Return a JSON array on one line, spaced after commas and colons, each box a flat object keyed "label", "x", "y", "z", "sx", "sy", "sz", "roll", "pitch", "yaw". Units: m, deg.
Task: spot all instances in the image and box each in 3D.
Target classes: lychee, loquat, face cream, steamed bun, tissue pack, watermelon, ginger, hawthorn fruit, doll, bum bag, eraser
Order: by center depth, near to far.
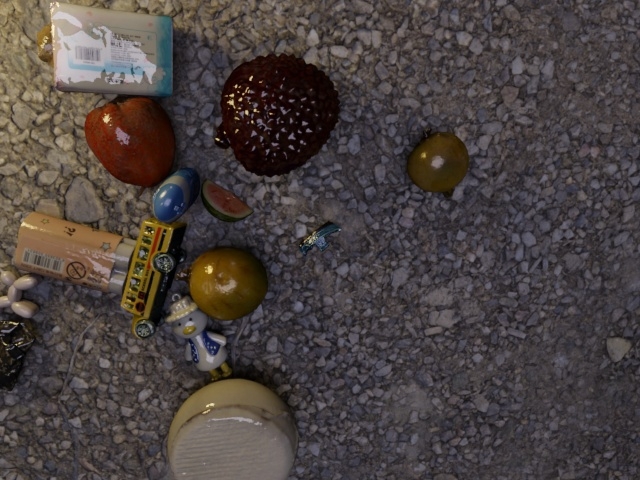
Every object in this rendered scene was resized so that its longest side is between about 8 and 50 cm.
[{"label": "tissue pack", "x": -0.502, "y": -0.456, "z": 1.178, "sx": 0.271, "sy": 0.124, "sz": 0.201, "roll": -2, "pitch": 101, "yaw": -23}, {"label": "lychee", "x": -0.111, "y": -0.309, "z": 1.195, "sx": 0.330, "sy": 0.306, "sz": 0.306, "roll": -20, "pitch": 105, "yaw": -5}, {"label": "ginger", "x": -0.643, "y": -0.511, "z": 1.210, "sx": 0.096, "sy": 0.067, "sz": 0.165, "roll": 46, "pitch": 80, "yaw": -9}, {"label": "face cream", "x": -0.368, "y": -0.112, "z": 1.228, "sx": 0.083, "sy": 0.264, "sz": 0.149, "roll": 24, "pitch": 99, "yaw": -12}, {"label": "hawthorn fruit", "x": -0.472, "y": -0.231, "z": 1.232, "sx": 0.211, "sy": 0.210, "sz": 0.262, "roll": -9, "pitch": 121, "yaw": -4}, {"label": "loquat", "x": -0.273, "y": 0.110, "z": 1.318, "sx": 0.246, "sy": 0.213, "sz": 0.213, "roll": 13, "pitch": 102, "yaw": -25}, {"label": "eraser", "x": -0.668, "y": 0.045, "z": 1.322, "sx": 0.291, "sy": 0.087, "sz": 0.171, "roll": 16, "pitch": 103, "yaw": -7}, {"label": "doll", "x": -0.872, "y": 0.157, "z": 1.342, "sx": 0.160, "sy": 0.059, "sz": 0.161, "roll": 12, "pitch": 102, "yaw": -9}, {"label": "loquat", "x": 0.329, "y": -0.209, "z": 1.343, "sx": 0.172, "sy": 0.149, "sz": 0.204, "roll": -31, "pitch": 116, "yaw": -3}, {"label": "watermelon", "x": -0.282, "y": -0.091, "z": 1.359, "sx": 0.163, "sy": 0.087, "sz": 0.069, "roll": 36, "pitch": 134, "yaw": -10}, {"label": "bum bag", "x": -0.897, "y": 0.336, "z": 1.376, "sx": 0.102, "sy": 0.069, "sz": 0.248, "roll": 25, "pitch": 108, "yaw": -19}, {"label": "doll", "x": -0.353, "y": 0.278, "z": 1.397, "sx": 0.138, "sy": 0.119, "sz": 0.293, "roll": -22, "pitch": 104, "yaw": 8}, {"label": "steamed bun", "x": -0.252, "y": 0.569, "z": 1.412, "sx": 0.375, "sy": 0.241, "sz": 0.374, "roll": -2, "pitch": 108, "yaw": -7}]

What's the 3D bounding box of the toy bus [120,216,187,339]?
[{"label": "toy bus", "x": -0.468, "y": 0.104, "z": 1.345, "sx": 0.123, "sy": 0.121, "sz": 0.335, "roll": 19, "pitch": 100, "yaw": -1}]

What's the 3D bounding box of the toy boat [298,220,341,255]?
[{"label": "toy boat", "x": 0.000, "y": 0.000, "z": 1.400, "sx": 0.137, "sy": 0.060, "sz": 0.061, "roll": -40, "pitch": 85, "yaw": -2}]
